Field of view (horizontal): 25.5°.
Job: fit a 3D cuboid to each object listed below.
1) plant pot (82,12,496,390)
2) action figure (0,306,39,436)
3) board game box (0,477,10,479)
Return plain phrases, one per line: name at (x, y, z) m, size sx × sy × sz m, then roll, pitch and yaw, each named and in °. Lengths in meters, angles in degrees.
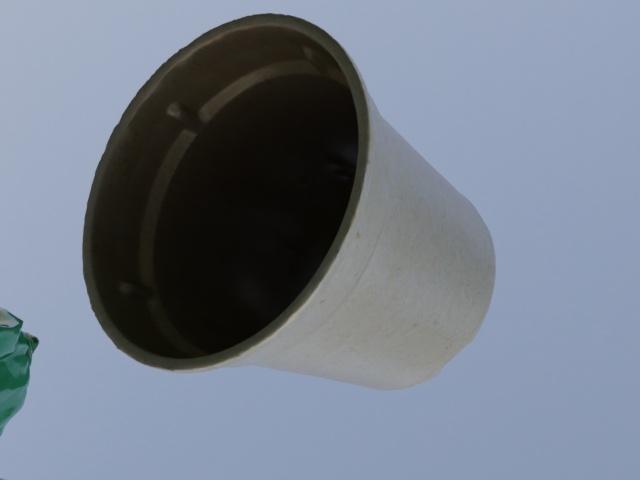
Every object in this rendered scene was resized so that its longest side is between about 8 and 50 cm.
plant pot at (0.000, 0.000, 1.345) m, size 0.333 × 0.305 × 0.334 m, roll -17°, pitch -119°, yaw 34°
action figure at (-0.230, 0.094, 0.882) m, size 0.063 × 0.232 × 0.137 m, roll 4°, pitch -80°, yaw 11°
board game box at (-0.127, 0.147, 0.610) m, size 0.090 × 0.090 × 0.020 m, roll -59°, pitch -151°, yaw 20°
